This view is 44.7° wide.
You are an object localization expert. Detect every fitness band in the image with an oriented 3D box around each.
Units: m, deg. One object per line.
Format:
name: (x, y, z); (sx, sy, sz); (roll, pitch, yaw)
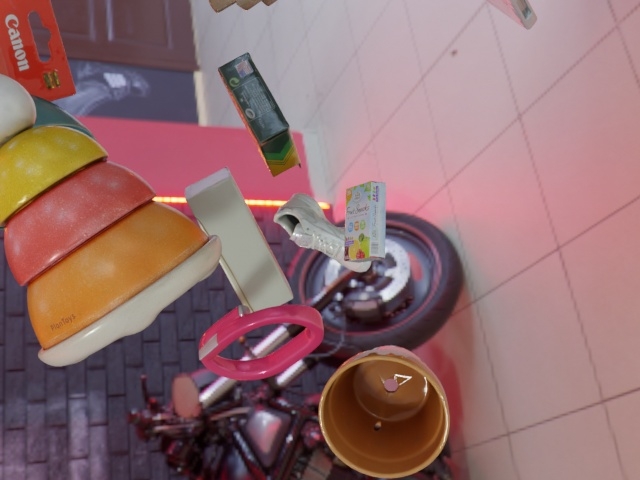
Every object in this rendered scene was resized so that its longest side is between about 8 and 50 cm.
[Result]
fitness band: (-0.124, 0.207, 1.592); (0.291, 0.209, 0.054); (-38, 48, 36)

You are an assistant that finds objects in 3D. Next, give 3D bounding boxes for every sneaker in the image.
sneaker: (0.000, 0.000, 2.156); (0.305, 0.152, 0.114); (37, 130, 14)

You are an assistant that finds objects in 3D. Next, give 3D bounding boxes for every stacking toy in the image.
stacking toy: (-0.418, -0.070, 1.276); (0.480, 0.350, 0.350); (58, 158, -9)

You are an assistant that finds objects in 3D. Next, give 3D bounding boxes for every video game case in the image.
video game case: (0.265, -0.541, 1.515); (0.329, 0.300, 0.036); (41, 106, 16)

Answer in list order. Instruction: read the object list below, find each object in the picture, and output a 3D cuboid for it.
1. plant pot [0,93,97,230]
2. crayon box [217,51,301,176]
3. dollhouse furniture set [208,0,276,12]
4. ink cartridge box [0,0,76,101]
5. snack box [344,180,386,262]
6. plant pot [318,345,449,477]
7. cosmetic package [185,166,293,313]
plant pot: (-0.632, -0.190, 1.584); (0.195, 0.290, 0.290); (48, 140, 17)
crayon box: (-0.132, -0.273, 1.801); (0.202, 0.081, 0.318); (61, 178, 12)
dollhouse furniture set: (-0.217, -0.616, 1.816); (0.287, 0.198, 0.303); (66, -165, 6)
ink cartridge box: (-0.764, -0.416, 1.686); (0.091, 0.384, 0.308); (144, 110, -85)
snack box: (0.082, -0.033, 1.451); (0.100, 0.037, 0.141); (-11, 75, 62)
plant pot: (0.157, 0.372, 1.809); (0.203, 0.290, 0.291); (-46, -37, -74)
cosmetic package: (-0.182, 0.003, 1.744); (0.310, 0.113, 0.160); (62, 178, -16)
